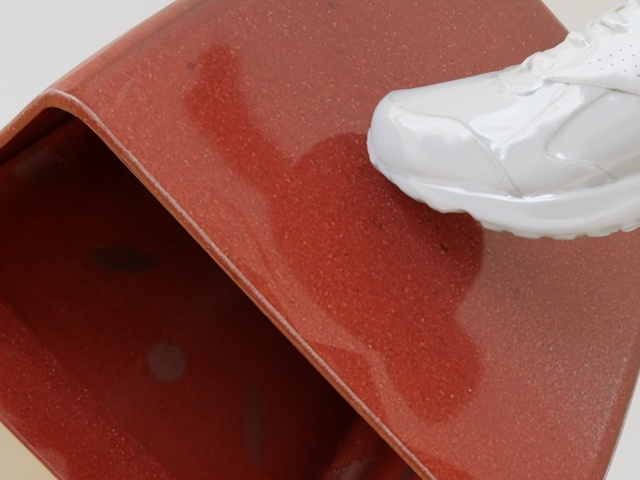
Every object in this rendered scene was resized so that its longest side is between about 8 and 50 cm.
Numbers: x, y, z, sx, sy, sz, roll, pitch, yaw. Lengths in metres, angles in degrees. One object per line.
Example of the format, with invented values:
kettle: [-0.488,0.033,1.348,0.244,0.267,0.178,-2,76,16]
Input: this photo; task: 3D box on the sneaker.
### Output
sneaker: [0.128,-0.065,0.650,0.090,0.232,0.115,-53,137,-68]

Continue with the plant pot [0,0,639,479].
plant pot: [0.000,0.000,0.818,0.267,0.267,0.235,47,59,-10]
